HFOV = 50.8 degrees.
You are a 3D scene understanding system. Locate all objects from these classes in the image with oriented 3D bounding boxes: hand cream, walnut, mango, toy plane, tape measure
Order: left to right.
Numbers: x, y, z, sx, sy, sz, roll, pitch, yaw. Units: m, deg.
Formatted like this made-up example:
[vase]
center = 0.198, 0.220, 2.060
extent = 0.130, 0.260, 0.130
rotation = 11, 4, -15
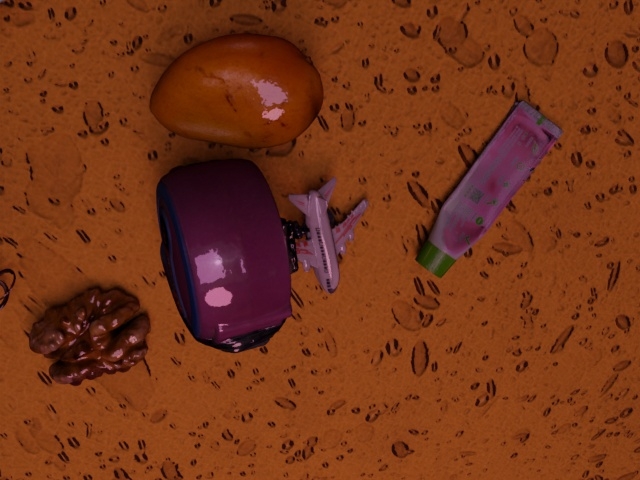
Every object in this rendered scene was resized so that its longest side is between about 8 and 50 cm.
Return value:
[walnut]
center = -0.332, 0.148, 0.978
extent = 0.170, 0.069, 0.142
rotation = -26, 112, 1
[tape measure]
center = -0.123, 0.008, 0.858
extent = 0.149, 0.245, 0.231
rotation = -12, 117, -19
[mango]
center = -0.106, -0.183, 0.844
extent = 0.219, 0.112, 0.144
rotation = -6, 117, 0
[toy plane]
center = 0.000, 0.000, 0.954
extent = 0.162, 0.065, 0.171
rotation = -24, 129, -26
[hand cream]
center = 0.236, -0.069, 0.979
extent = 0.079, 0.050, 0.275
rotation = 26, 103, -43

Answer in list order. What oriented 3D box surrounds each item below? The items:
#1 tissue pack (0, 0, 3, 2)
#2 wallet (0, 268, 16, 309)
[tissue pack]
center = -0.443, -0.351, 0.696
extent = 0.177, 0.089, 0.263
rotation = -43, 126, -16
[wallet]
center = -0.609, 0.067, 0.859
extent = 0.335, 0.068, 0.275
rotation = -30, 141, 6
